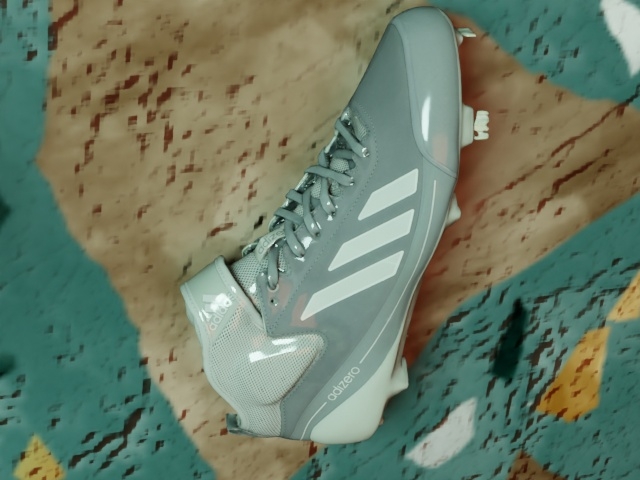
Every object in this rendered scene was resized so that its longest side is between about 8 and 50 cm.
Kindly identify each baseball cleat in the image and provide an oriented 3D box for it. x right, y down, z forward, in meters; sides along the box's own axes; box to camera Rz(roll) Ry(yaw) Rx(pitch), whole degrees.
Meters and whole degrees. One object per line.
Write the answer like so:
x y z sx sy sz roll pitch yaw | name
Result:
0.000 0.000 0.605 0.109 0.072 0.206 3 113 -17 | baseball cleat
